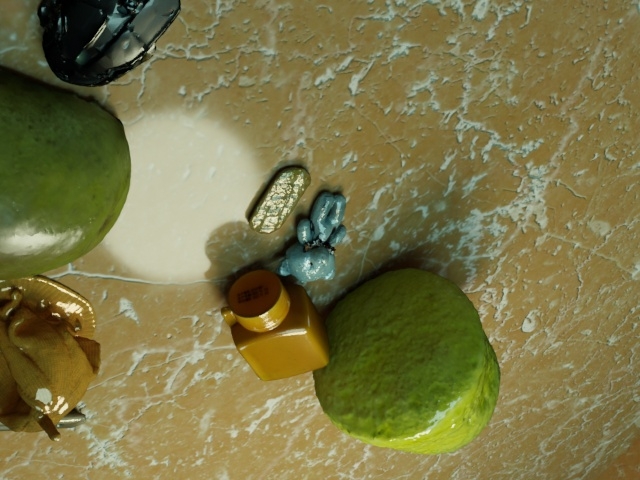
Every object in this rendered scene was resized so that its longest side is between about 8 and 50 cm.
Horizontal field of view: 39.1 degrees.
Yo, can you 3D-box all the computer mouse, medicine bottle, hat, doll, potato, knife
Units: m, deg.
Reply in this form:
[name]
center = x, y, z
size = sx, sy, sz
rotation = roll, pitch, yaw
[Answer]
[computer mouse]
center = -0.265, -0.261, 1.114
size = 0.147, 0.077, 0.242
rotation = 29, 132, -30
[medicine bottle]
center = -0.083, 0.154, 1.654
size = 0.149, 0.112, 0.222
rotation = -16, 141, 9
[hat]
center = -0.442, 0.217, 1.430
size = 0.234, 0.233, 0.244
rotation = -5, 135, -28
[doll]
center = 0.001, 0.004, 1.595
size = 0.120, 0.075, 0.179
rotation = 8, 127, -29
[potato]
center = -0.381, -0.050, 1.208
size = 0.280, 0.212, 0.330
rotation = 0, 133, -31
[knife]
center = -0.589, 0.322, 1.602
size = 0.365, 0.043, 0.089
rotation = 5, 162, -37

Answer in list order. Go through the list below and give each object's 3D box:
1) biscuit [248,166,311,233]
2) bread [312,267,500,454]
[biscuit]
center = -0.069, -0.067, 1.524
size = 0.071, 0.018, 0.147
rotation = 12, 124, -37
[bread]
center = 0.189, 0.250, 1.771
size = 0.348, 0.348, 0.308
rotation = -39, 144, 11
